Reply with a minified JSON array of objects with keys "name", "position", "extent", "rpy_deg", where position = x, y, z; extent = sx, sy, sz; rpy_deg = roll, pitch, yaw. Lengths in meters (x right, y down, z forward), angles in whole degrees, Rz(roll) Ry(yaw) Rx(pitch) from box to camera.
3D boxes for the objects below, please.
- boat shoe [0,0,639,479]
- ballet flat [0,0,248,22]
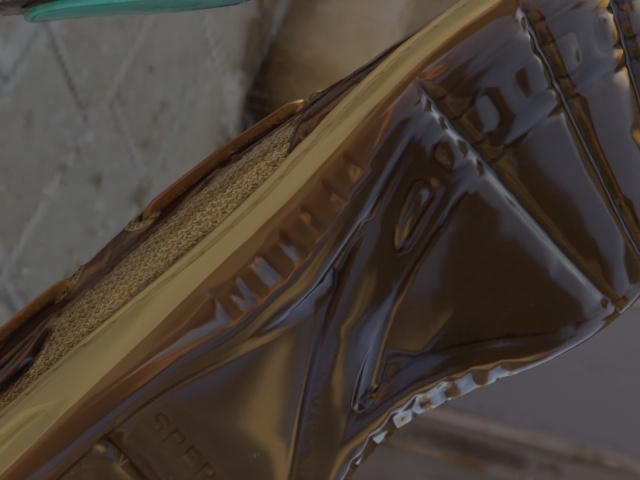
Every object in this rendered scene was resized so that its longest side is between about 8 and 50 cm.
[{"name":"boat shoe","position":[0.000,0.000,0.474],"extent":[0.342,0.123,0.123],"rpy_deg":[-41,125,-10]},{"name":"ballet flat","position":[-0.200,-0.176,0.881],"extent":[0.348,0.123,0.123],"rpy_deg":[-14,127,-24]}]
